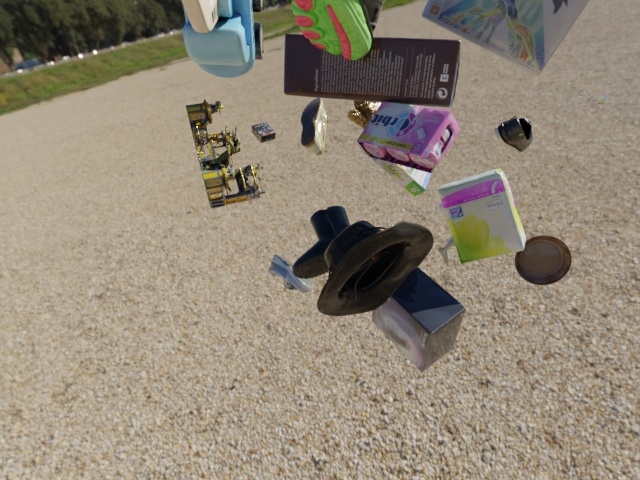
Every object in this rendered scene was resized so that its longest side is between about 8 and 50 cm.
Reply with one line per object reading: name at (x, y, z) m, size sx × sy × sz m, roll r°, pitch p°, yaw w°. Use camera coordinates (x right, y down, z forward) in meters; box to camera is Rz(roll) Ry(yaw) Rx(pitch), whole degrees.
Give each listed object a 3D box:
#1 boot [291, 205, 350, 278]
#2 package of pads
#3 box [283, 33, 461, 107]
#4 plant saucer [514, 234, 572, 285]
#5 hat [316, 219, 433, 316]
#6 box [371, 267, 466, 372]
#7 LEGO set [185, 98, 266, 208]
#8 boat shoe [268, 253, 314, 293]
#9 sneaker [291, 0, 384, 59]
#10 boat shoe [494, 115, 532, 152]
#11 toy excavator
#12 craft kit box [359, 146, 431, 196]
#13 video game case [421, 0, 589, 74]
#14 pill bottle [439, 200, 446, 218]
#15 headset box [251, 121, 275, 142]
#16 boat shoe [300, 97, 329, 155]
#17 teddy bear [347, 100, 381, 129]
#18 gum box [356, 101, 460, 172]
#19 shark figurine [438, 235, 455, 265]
boot at (0.000, 0.000, 1.378) m, size 0.246 × 0.094 × 0.207 m, roll -26°, pitch 45°, yaw 1°
package of pads at (0.572, -0.084, 1.459) m, size 0.229 × 0.297 × 0.101 m, roll -16°, pitch 8°, yaw 30°
box at (0.121, -0.402, 0.974) m, size 0.380 × 0.143 × 0.191 m, roll 6°, pitch 23°, yaw 11°
plant saucer at (0.852, 0.073, 1.590) m, size 0.198 × 0.199 × 0.036 m, roll -5°, pitch 10°, yaw 16°
hat at (0.100, 0.042, 0.976) m, size 0.331 × 0.331 × 0.134 m, roll -26°, pitch 55°, yaw -21°
box at (0.348, 0.277, 1.534) m, size 0.182 × 0.296 × 0.294 m, roll -31°, pitch 51°, yaw -21°
LEGO set at (-0.274, -0.261, 1.256) m, size 0.191 × 0.255 × 0.332 m, roll -14°, pitch 66°, yaw -14°
boat shoe at (-0.139, 0.163, 1.845) m, size 0.320 × 0.118 × 0.103 m, roll 33°, pitch 95°, yaw 49°
sneaker at (0.021, -0.491, 0.621) m, size 0.185 × 0.483 × 0.202 m, roll 23°, pitch 83°, yaw 10°
boat shoe at (0.336, -0.179, 0.694) m, size 0.042 × 0.049 × 0.133 m, roll -26°, pitch -12°, yaw 40°
toy excavator at (-0.269, -0.574, 1.044) m, size 0.222 × 0.433 × 0.446 m, roll 1°, pitch 51°, yaw -4°
craft kit box at (0.271, -0.308, 1.356) m, size 0.061 × 0.246 × 0.250 m, roll -31°, pitch 25°, yaw 50°
video game case at (0.448, -0.598, 0.947) m, size 0.328 × 0.300 × 0.036 m, roll 32°, pitch 35°, yaw 9°
pill bottle at (0.574, -0.159, 1.638) m, size 0.186 × 0.112 × 0.112 m, roll -28°, pitch 18°, yaw 34°
headset box at (-0.208, -0.396, 1.518) m, size 0.062 × 0.032 × 0.083 m, roll -24°, pitch 58°, yaw -27°
boat shoe at (-0.022, -0.484, 1.747) m, size 0.104 × 0.089 × 0.286 m, roll -16°, pitch 53°, yaw 35°
teddy bear at (0.228, -0.553, 1.833) m, size 0.245 × 0.338 × 0.113 m, roll -34°, pitch 3°, yaw -37°
gum box at (0.180, -0.214, 0.846) m, size 0.188 × 0.062 × 0.107 m, roll 28°, pitch 83°, yaw 45°
shark figurine at (0.648, -0.017, 1.845) m, size 0.116 × 0.166 × 0.278 m, roll 41°, pitch 86°, yaw 14°
